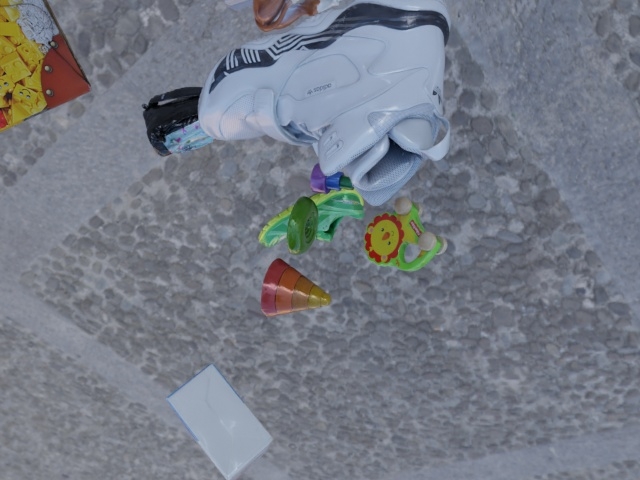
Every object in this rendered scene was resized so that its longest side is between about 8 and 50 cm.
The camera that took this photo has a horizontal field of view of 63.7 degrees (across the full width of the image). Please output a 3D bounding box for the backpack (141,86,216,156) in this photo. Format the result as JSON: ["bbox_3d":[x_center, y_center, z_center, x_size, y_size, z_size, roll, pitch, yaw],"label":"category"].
[{"bbox_3d":[-0.321,-0.286,1.236,0.182,0.152,0.115,-23,151,-3],"label":"backpack"}]

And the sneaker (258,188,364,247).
[{"bbox_3d":[-0.026,-0.040,1.276,0.296,0.109,0.123,-25,94,21],"label":"sneaker"}]

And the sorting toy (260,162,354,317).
[{"bbox_3d":[0.000,0.000,1.062,0.126,0.365,0.127,12,154,18],"label":"sorting toy"}]

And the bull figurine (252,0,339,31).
[{"bbox_3d":[-0.059,-0.525,0.897,0.189,0.101,0.310,-3,90,32],"label":"bull figurine"}]

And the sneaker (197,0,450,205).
[{"bbox_3d":[-0.011,-0.146,0.634,0.366,0.210,0.137,-14,158,30],"label":"sneaker"}]

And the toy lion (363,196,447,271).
[{"bbox_3d":[0.100,0.000,0.662,0.034,0.100,0.096,15,126,-43],"label":"toy lion"}]

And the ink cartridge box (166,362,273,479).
[{"bbox_3d":[-0.146,0.279,0.765,0.134,0.078,0.231,47,157,14],"label":"ink cartridge box"}]

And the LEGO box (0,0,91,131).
[{"bbox_3d":[-0.580,-0.166,0.594,0.500,0.372,0.193,5,127,40],"label":"LEGO box"}]

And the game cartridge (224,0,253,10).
[{"bbox_3d":[-0.155,-0.729,1.268,0.198,0.297,0.062,5,174,34],"label":"game cartridge"}]

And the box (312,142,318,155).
[{"bbox_3d":[0.069,-0.343,1.522,0.169,0.290,0.087,-22,103,18],"label":"box"}]
